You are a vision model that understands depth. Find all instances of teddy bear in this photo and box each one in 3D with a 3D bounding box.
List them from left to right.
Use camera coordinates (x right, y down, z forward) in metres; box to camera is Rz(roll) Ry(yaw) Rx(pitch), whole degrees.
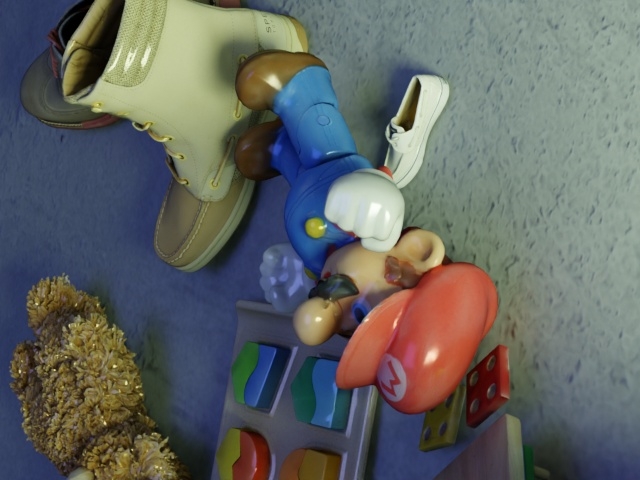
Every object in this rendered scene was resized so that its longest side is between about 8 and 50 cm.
[{"bbox_3d":[-0.244,0.183,1.297,0.245,0.113,0.338,-50,51,35],"label":"teddy bear"}]

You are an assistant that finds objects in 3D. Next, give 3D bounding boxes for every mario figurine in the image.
[{"bbox_3d":[0.000,0.000,0.973,0.170,0.198,0.320,-39,52,11],"label":"mario figurine"}]

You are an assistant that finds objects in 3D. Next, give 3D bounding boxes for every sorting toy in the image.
[{"bbox_3d":[-0.030,0.162,1.108,0.193,0.038,0.208,6,89,49],"label":"sorting toy"},{"bbox_3d":[0.113,0.204,0.889,0.132,0.046,0.274,-52,24,41],"label":"sorting toy"}]

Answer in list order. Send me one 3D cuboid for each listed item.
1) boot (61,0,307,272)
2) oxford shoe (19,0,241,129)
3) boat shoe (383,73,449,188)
[{"bbox_3d":[-0.144,-0.099,1.145,0.095,0.203,0.262,46,117,43],"label":"boot"},{"bbox_3d":[-0.233,-0.201,1.318,0.348,0.130,0.123,-19,71,46],"label":"oxford shoe"},{"bbox_3d":[0.068,-0.088,1.030,0.035,0.035,0.100,48,122,42],"label":"boat shoe"}]
